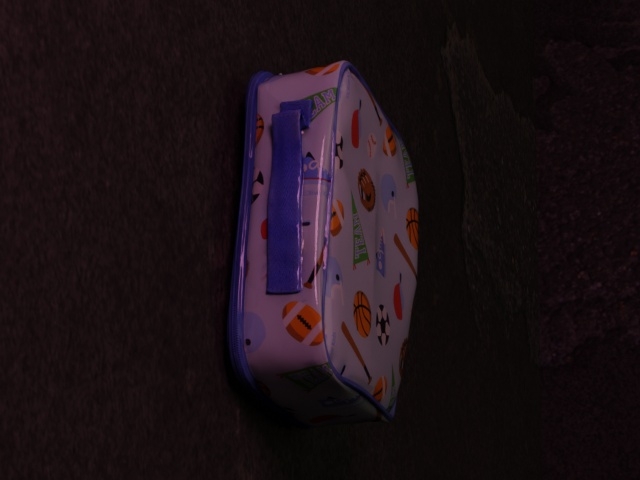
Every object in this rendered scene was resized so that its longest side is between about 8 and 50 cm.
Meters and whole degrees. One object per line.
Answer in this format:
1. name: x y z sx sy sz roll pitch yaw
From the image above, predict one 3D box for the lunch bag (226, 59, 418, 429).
1. lunch bag: 0.000 0.000 1.446 0.243 0.115 0.303 44 44 -61
